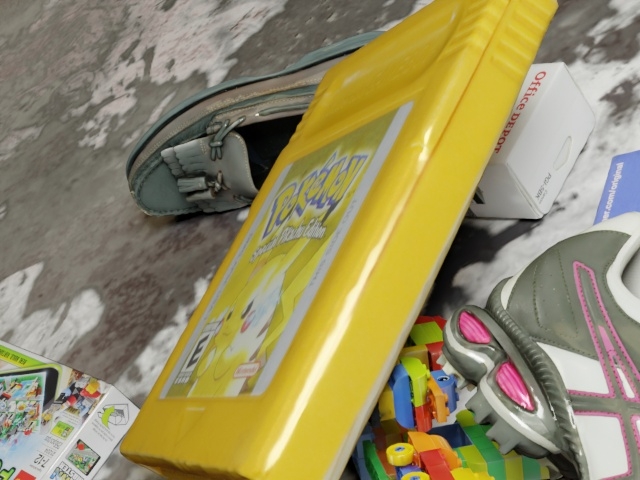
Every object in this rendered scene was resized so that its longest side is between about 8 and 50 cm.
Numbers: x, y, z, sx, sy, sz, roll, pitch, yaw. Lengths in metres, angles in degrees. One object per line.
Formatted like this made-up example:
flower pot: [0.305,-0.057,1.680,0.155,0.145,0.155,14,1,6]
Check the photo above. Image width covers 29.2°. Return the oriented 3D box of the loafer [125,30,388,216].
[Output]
loafer: [-0.042,-0.080,0.979,0.267,0.096,0.084,-25,43,17]

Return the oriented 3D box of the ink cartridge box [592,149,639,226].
ink cartridge box: [0.276,0.018,0.596,0.311,0.065,0.186,-5,49,36]

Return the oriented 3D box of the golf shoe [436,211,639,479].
golf shoe: [0.159,0.099,0.518,0.120,0.105,0.273,-43,53,11]

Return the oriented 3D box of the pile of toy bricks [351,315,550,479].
pile of toy bricks: [0.080,0.117,0.652,0.105,0.118,0.212,-10,18,-6]

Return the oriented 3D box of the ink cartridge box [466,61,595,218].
ink cartridge box: [0.107,-0.070,0.856,0.135,0.056,0.099,2,51,45]

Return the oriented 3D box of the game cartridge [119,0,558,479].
game cartridge: [0.000,0.000,0.747,0.324,0.052,0.285,-65,17,-17]

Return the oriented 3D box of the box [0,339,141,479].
box: [-0.236,0.144,0.947,0.207,0.036,0.114,10,58,48]
